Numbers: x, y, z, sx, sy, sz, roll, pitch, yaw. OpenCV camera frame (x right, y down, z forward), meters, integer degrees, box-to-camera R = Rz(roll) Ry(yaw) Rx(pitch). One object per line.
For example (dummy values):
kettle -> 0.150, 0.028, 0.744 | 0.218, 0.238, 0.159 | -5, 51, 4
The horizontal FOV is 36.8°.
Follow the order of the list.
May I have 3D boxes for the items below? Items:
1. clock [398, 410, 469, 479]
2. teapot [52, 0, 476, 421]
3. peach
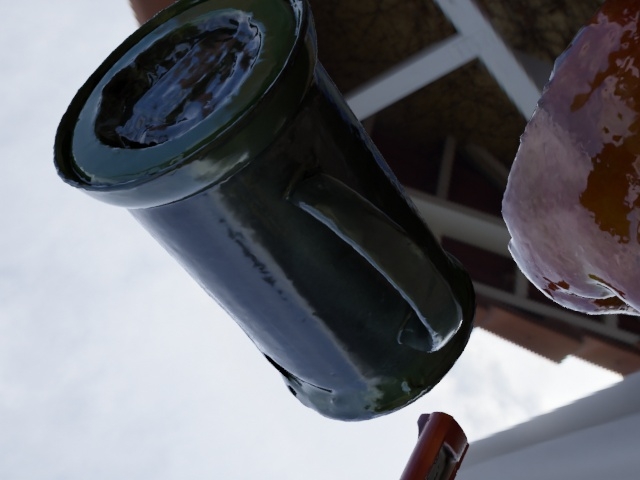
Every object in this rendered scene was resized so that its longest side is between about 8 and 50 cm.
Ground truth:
clock -> 0.145, 0.324, 1.339 | 0.155, 0.061, 0.113 | -62, -32, -22
teapot -> 0.000, 0.000, 0.712 | 0.200, 0.270, 0.337 | -49, -50, -13
peach -> 0.384, -0.079, 0.927 | 0.310, 0.406, 0.335 | 38, -173, 31
